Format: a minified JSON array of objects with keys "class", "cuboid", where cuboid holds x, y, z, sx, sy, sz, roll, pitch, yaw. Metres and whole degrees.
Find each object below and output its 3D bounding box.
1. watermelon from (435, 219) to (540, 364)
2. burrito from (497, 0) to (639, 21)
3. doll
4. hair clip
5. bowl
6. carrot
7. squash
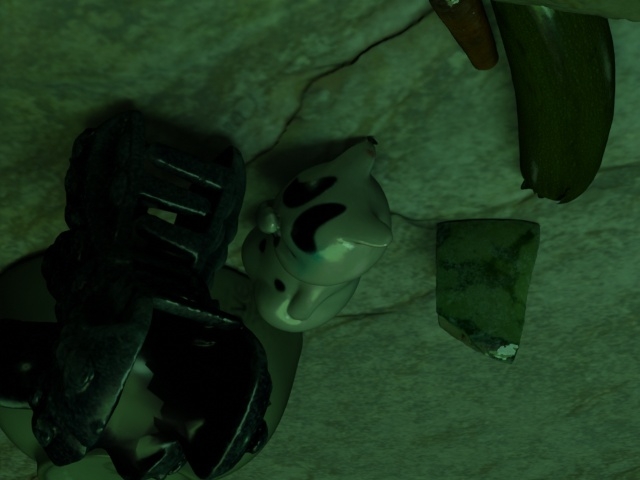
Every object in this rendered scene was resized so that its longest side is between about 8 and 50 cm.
[{"class":"watermelon","cuboid":[0.153,0.029,0.979,0.097,0.121,0.158,14,-166,10]},{"class":"burrito","cuboid":[0.098,-0.197,0.548,0.299,0.105,0.143,6,110,-3]},{"class":"doll","cuboid":[-0.004,0.004,0.885,0.106,0.110,0.181,-8,155,-20]},{"class":"hair clip","cuboid":[-0.144,0.056,0.785,0.194,0.310,0.206,20,124,-23]},{"class":"bowl","cuboid":[-0.197,0.173,1.096,0.353,0.185,0.354,2,147,1]},{"class":"carrot","cuboid":[0.100,-0.151,0.709,0.032,0.032,0.093,-12,148,22]},{"class":"squash","cuboid":[0.168,-0.111,0.728,0.071,0.080,0.318,-36,145,-6]}]
